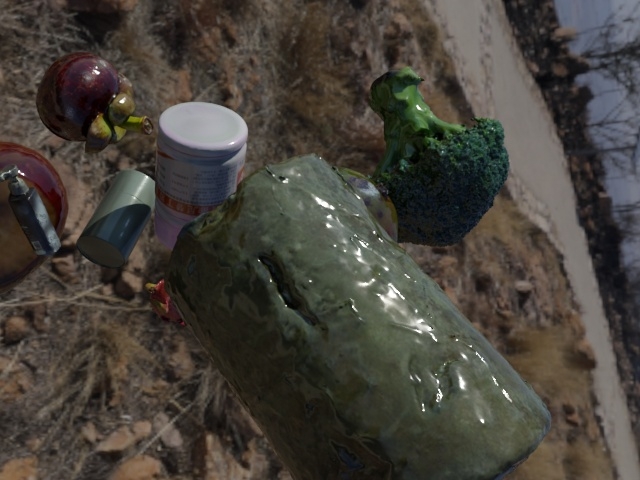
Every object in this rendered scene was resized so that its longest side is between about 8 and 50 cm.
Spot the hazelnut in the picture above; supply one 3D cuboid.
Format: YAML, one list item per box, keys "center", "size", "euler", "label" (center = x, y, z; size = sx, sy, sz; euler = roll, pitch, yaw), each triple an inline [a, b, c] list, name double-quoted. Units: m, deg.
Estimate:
- center: [-0.815, -0.060, 1.715]
  size: [0.409, 0.359, 0.359]
  euler: [-48, 136, -22]
  label: "hazelnut"

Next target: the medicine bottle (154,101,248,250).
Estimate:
- center: [-0.283, -0.139, 1.675]
  size: [0.202, 0.202, 0.315]
  euler: [-62, 168, -50]
  label: "medicine bottle"

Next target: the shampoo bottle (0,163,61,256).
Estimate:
- center: [-0.608, -0.062, 1.494]
  size: [0.063, 0.057, 0.207]
  euler: [-92, 171, -55]
  label: "shampoo bottle"

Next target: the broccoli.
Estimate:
- center: [0.172, -0.130, 1.212]
  size: [0.297, 0.298, 0.297]
  euler: [14, 54, -65]
  label: "broccoli"

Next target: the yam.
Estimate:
- center: [0.027, 0.096, 0.579]
  size: [0.300, 0.195, 0.195]
  euler: [51, 17, 17]
  label: "yam"

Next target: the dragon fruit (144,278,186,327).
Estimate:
- center: [-0.306, 0.132, 1.551]
  size: [0.112, 0.068, 0.126]
  euler: [-32, 125, -18]
  label: "dragon fruit"

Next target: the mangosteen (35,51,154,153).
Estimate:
- center: [-0.366, -0.215, 1.167]
  size: [0.181, 0.146, 0.155]
  euler: [29, 80, -25]
  label: "mangosteen"

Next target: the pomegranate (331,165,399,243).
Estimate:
- center: [0.000, 0.000, 1.042]
  size: [0.202, 0.248, 0.202]
  euler: [42, 20, -19]
  label: "pomegranate"

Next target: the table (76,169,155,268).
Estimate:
- center: [-0.489, -0.054, 1.760]
  size: [0.126, 0.126, 0.220]
  euler: [62, 36, -42]
  label: "table"
